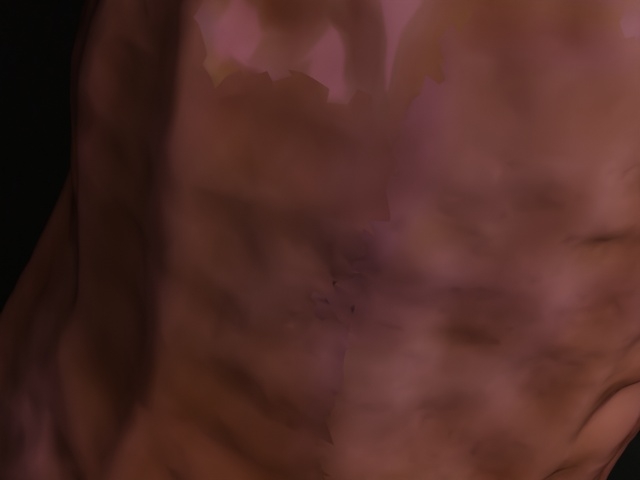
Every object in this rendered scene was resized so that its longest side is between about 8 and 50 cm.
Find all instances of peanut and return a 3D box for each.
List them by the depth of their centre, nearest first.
[{"bbox_3d":[0.004,0.004,0.465,0.174,0.158,0.340,33,127,14],"label":"peanut"}]
